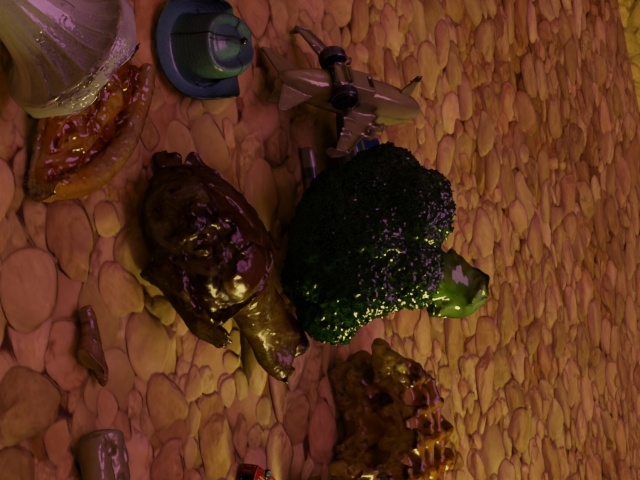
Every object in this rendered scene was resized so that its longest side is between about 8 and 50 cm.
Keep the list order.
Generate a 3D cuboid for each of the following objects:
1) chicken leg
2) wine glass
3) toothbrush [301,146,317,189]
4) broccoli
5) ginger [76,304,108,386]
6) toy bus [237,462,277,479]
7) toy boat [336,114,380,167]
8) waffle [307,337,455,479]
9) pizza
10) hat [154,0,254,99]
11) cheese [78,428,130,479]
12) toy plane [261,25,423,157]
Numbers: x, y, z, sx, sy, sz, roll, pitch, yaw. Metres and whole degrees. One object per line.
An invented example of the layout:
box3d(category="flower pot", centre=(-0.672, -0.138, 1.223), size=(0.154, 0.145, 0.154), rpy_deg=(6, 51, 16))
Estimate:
box3d(category="chicken leg", centre=(-0.105, 0.061, 1.859), size=(0.361, 0.140, 0.211), rpy_deg=(61, 29, -31))
box3d(category="wine glass", centre=(-0.303, -0.237, 1.536), size=(0.196, 0.165, 0.165), rpy_deg=(43, 49, -45))
box3d(category="toothbrush", centre=(0.000, 0.000, 2.184), size=(0.025, 0.019, 0.275), rpy_deg=(-22, 105, -52))
box3d(category="broccoli", centre=(0.084, 0.023, 2.055), size=(0.297, 0.297, 0.297), rpy_deg=(35, 54, -32))
box3d(category="ginger", centre=(-0.260, 0.123, 1.683), size=(0.048, 0.030, 0.097), rpy_deg=(-95, 175, -75))
box3d(category="toy bus", centre=(-0.073, 0.332, 1.985), size=(0.110, 0.031, 0.043), rpy_deg=(48, 52, -48))
box3d(category="toy boat", centre=(0.058, -0.090, 2.230), size=(0.129, 0.088, 0.295), rpy_deg=(-169, -113, -82))
box3d(category="waffle", centre=(0.085, 0.323, 2.159), size=(0.261, 0.151, 0.324), rpy_deg=(57, 41, -35))
box3d(category="pizza", centre=(-0.256, -0.134, 1.703), size=(0.271, 0.056, 0.134), rpy_deg=(-49, 135, -54))
box3d(category="hat", centre=(-0.132, -0.249, 1.924), size=(0.191, 0.078, 0.138), rpy_deg=(-8, 91, -61))
box3d(category="cheese", centre=(-0.236, 0.308, 1.679), size=(0.065, 0.043, 0.194), rpy_deg=(-6, 91, -62))
box3d(category="toy plane", centre=(0.038, -0.208, 2.125), size=(0.256, 0.104, 0.242), rpy_deg=(3, 51, -26))
